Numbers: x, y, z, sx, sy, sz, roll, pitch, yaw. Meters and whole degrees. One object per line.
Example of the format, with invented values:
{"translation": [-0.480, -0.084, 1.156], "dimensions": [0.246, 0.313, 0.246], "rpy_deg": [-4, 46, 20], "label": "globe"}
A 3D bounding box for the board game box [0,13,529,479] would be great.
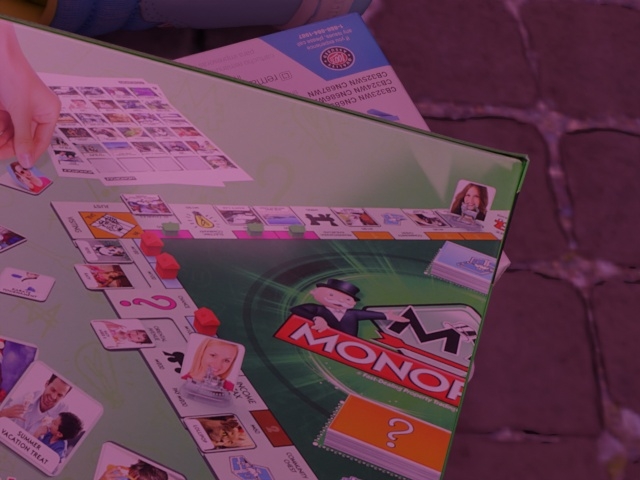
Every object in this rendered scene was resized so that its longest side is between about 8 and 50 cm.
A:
{"translation": [-0.114, 0.035, 0.462], "dimensions": [0.317, 0.046, 0.213], "rpy_deg": [15, 87, -3], "label": "board game box"}

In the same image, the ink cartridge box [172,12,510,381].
{"translation": [0.000, 0.000, 0.567], "dimensions": [0.092, 0.090, 0.143], "rpy_deg": [-19, 66, -26], "label": "ink cartridge box"}

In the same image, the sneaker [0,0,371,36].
{"translation": [-0.116, -0.225, 0.656], "dimensions": [0.208, 0.127, 0.319], "rpy_deg": [-13, 62, -25], "label": "sneaker"}
